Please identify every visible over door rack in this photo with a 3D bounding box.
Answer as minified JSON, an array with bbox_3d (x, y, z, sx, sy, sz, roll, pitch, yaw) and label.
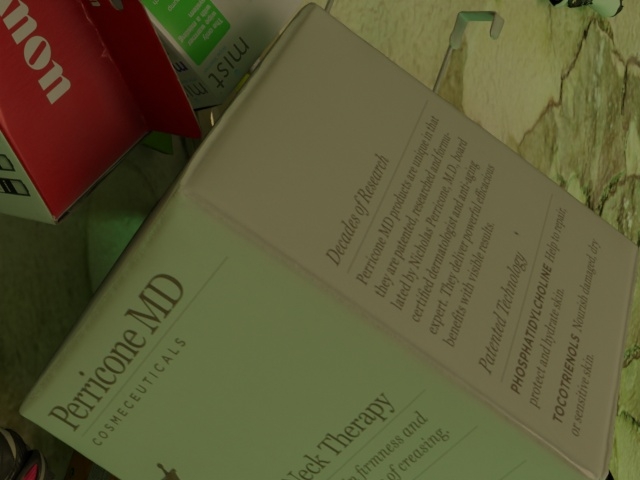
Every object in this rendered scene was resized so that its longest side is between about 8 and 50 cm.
[{"bbox_3d":[0.040,-0.172,1.430,0.239,0.108,0.324,32,86,-47],"label":"over door rack"}]

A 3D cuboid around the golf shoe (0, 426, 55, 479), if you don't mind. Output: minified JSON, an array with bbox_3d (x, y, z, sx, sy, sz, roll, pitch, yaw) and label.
[{"bbox_3d":[-0.353,0.284,1.151,0.120,0.105,0.272,39,62,-29],"label":"golf shoe"}]

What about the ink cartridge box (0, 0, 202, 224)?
[{"bbox_3d":[-0.273,-0.174,0.996,0.130,0.272,0.309,-50,131,-31],"label":"ink cartridge box"}]

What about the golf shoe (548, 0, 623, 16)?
[{"bbox_3d":[0.362,-0.363,1.859,0.198,0.077,0.094,35,86,-43],"label":"golf shoe"}]

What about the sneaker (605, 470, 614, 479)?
[{"bbox_3d":[0.361,0.341,1.836,0.185,0.202,0.482,-40,141,-41],"label":"sneaker"}]

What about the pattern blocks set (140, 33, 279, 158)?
[{"bbox_3d":[-0.094,-0.157,1.396,0.285,0.026,0.324,-12,107,-48],"label":"pattern blocks set"}]

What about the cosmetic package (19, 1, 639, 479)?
[{"bbox_3d":[0.018,0.076,1.162,0.394,0.329,0.327,35,39,-7],"label":"cosmetic package"}]

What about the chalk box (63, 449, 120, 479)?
[{"bbox_3d":[-0.113,0.325,1.286,0.289,0.179,0.180,24,79,-26],"label":"chalk box"}]

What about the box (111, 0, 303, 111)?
[{"bbox_3d":[-0.127,-0.289,1.225,0.231,0.127,0.262,49,60,-26],"label":"box"}]
